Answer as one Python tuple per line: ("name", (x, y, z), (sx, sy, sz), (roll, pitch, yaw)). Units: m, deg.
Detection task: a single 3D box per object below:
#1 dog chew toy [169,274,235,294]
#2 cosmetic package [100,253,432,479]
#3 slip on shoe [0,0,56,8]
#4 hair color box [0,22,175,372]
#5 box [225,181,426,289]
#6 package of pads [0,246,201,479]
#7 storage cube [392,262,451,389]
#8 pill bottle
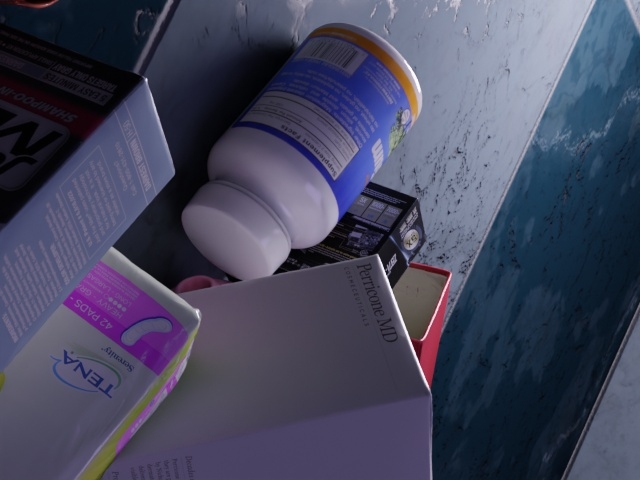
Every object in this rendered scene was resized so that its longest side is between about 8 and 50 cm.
("dog chew toy", (-0.104, 0.182, 1.585), (0.206, 0.206, 0.332), (-43, 136, -40))
("cosmetic package", (-0.095, 0.159, 1.361), (0.365, 0.197, 0.155), (-13, 132, -7))
("slip on shoe", (-0.255, -0.221, 1.095), (0.331, 0.101, 0.123), (-17, 126, -56))
("hair color box", (-0.296, 0.009, 1.094), (0.374, 0.185, 0.114), (-52, 150, -29))
("box", (0.000, 0.000, 1.643), (0.147, 0.180, 0.078), (-54, 149, -28))
("package of pads", (-0.258, 0.117, 1.188), (0.296, 0.229, 0.101), (-52, 176, -28))
("storage cube", (0.036, 0.138, 1.767), (0.215, 0.183, 0.193), (-58, 158, -61))
("pill bottle", (-0.022, -0.088, 1.567), (0.272, 0.152, 0.152), (-53, 150, -28))
